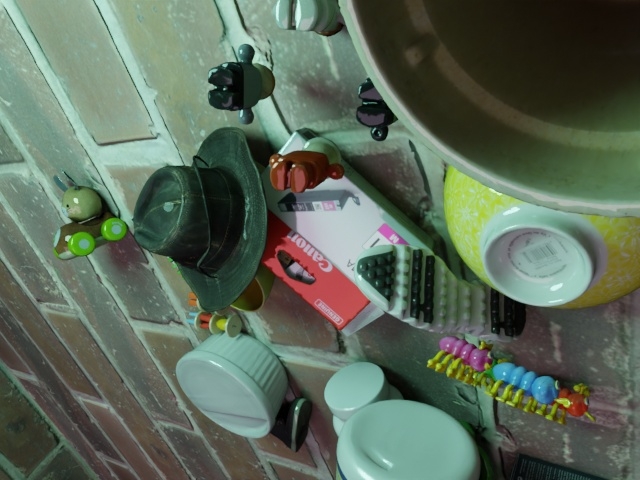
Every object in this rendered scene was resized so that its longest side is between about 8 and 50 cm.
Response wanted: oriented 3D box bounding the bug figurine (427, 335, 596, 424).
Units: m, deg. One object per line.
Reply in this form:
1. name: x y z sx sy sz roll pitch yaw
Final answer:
1. bug figurine: 0.291 0.209 0.799 0.216 0.072 0.279 18 172 40

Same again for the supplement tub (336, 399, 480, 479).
1. supplement tub: 0.137 0.461 0.892 0.229 0.228 0.316 12 114 26

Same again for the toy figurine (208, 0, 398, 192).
1. toy figurine: -0.008 -0.186 0.659 0.213 0.148 0.209 -39 93 28

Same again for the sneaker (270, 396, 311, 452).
1. sneaker: -0.094 0.446 1.314 0.118 0.083 0.222 24 136 16

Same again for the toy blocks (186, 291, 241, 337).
1. toy blocks: -0.266 0.164 1.217 0.148 0.054 0.123 3 127 33

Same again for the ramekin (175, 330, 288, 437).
1. ramekin: -0.201 0.336 1.264 0.273 0.127 0.272 18 133 21

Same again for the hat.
1. hat: -0.220 -0.031 0.847 0.331 0.134 0.331 -1 89 53

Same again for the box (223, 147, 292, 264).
1. box: -0.104 -0.058 0.943 0.201 0.021 0.164 35 137 5

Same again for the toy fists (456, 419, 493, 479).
1. toy fists: 0.290 0.484 1.019 0.142 0.096 0.279 -167 60 -79

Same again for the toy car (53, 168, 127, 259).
1. toy car: -0.543 -0.064 1.166 0.155 0.149 0.188 -8 109 51

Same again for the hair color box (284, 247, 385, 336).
1. hair color box: 0.030 0.078 0.926 0.093 0.053 0.167 -38 101 28

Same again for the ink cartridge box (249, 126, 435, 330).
1. ink cartridge box: 0.000 0.000 0.837 0.275 0.060 0.239 41 115 -2

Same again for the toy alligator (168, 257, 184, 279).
1. toy alligator: -0.241 0.070 1.032 0.056 0.051 0.189 -26 108 44

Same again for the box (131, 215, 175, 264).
1. box: -0.268 0.012 1.085 0.244 0.060 0.101 49 136 -10

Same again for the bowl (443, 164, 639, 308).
1. bowl: 0.270 -0.014 0.625 0.290 0.156 0.289 18 133 21

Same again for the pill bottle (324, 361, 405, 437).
1. pill bottle: 0.116 0.384 1.066 0.153 0.153 0.264 -6 121 38

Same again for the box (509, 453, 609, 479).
1. box: 0.459 0.509 0.968 0.207 0.108 0.153 6 127 31

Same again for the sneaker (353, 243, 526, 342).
1. sneaker: 0.159 0.087 0.760 0.292 0.110 0.118 21 160 -27

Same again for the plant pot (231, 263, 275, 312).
1. plant pot: -0.138 0.056 1.008 0.134 0.095 0.134 19 134 21

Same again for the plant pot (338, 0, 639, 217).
1. plant pot: 0.223 -0.236 0.360 0.334 0.305 0.333 19 133 22
